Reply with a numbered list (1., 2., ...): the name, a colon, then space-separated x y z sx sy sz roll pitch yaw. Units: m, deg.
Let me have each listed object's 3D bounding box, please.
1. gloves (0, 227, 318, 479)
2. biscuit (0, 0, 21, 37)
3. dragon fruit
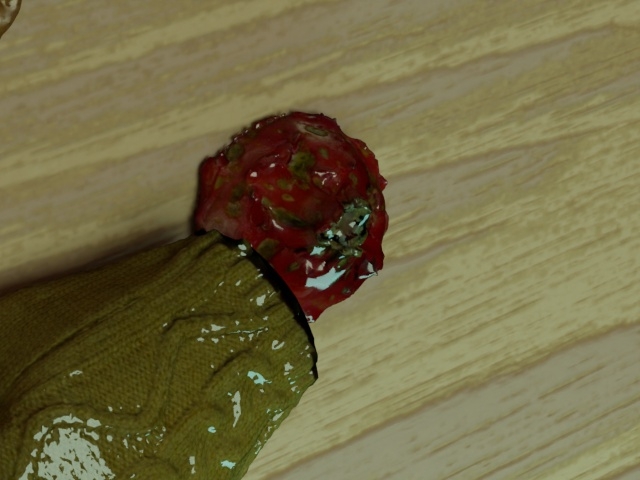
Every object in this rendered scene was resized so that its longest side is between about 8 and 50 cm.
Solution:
1. gloves: -0.161 0.131 1.234 0.356 0.155 0.203 -35 115 -15
2. biscuit: -0.324 -0.134 1.098 0.334 0.047 0.202 -30 120 -27
3. dragon fruit: 0.000 0.000 1.335 0.153 0.111 0.153 -12 114 -28
